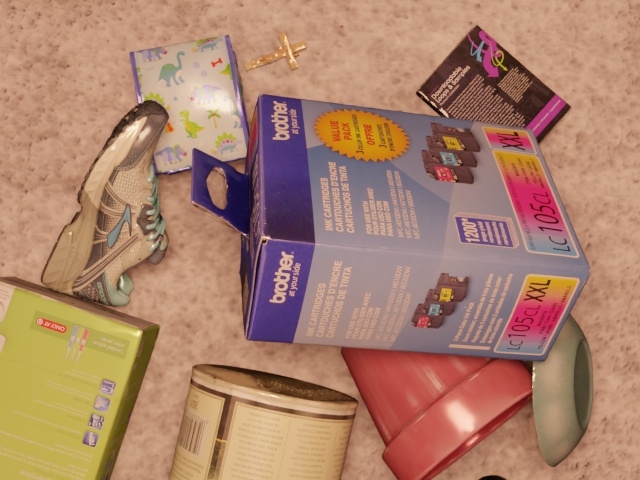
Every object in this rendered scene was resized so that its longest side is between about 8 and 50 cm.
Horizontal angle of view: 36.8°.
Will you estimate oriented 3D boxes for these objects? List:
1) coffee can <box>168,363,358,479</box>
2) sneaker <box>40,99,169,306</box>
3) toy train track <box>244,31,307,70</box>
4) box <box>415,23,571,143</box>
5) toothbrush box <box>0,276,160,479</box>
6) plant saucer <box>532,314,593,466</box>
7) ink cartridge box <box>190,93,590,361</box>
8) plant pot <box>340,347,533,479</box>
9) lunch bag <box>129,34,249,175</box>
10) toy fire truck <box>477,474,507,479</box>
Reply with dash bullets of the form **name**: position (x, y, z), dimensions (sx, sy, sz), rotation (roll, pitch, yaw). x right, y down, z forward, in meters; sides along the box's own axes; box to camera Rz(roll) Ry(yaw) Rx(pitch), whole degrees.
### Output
- **coffee can**: position (-0.081, 0.300, 1.118), dimensions (0.201, 0.201, 0.275), rotation (13, 88, 2)
- **sneaker**: position (-0.229, -0.039, 1.162), dimensions (0.122, 0.110, 0.283), rotation (26, 119, -9)
- **toy train track**: position (-0.057, -0.237, 1.235), dimensions (0.083, 0.014, 0.048), rotation (-20, 95, 6)
- **box**: position (0.218, -0.178, 1.220), dimensions (0.162, 0.029, 0.116), rotation (42, 88, 1)
- **toothbrush box**: position (-0.343, 0.207, 1.167), dimensions (0.206, 0.122, 0.283), rotation (17, 87, 1)
- **plant saucer**: position (0.289, 0.167, 1.122), dimensions (0.037, 0.195, 0.195), rotation (-2, 87, 28)
- **ink cartridge box**: position (0.054, -0.019, 1.051), dimensions (0.395, 0.270, 0.151), rotation (4, 129, -9)
- **plant pot**: position (0.127, 0.164, 1.136), dimensions (0.201, 0.201, 0.180), rotation (-37, 71, -1)
- **lunch bag**: position (-0.157, -0.163, 1.192), dimensions (0.129, 0.096, 0.151), rotation (-11, 82, 0)
- **toy fire truck**: position (0.162, 0.440, 1.151), dimensions (0.217, 0.158, 0.246), rotation (-12, 107, 6)
